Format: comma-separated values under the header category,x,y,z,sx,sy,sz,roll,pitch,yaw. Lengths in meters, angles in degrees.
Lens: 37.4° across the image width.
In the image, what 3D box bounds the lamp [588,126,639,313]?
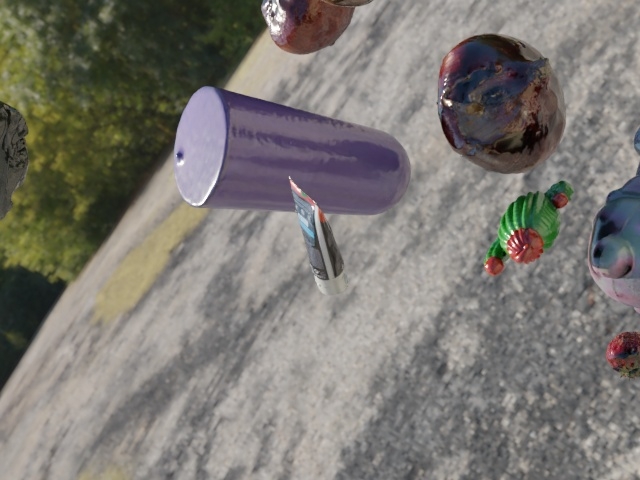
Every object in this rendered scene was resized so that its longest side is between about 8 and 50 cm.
category,x,y,z,sx,sy,sz,roll,pitch,yaw
lamp,0.575,-0.024,1.529,0.247,0.247,0.301,24,82,42

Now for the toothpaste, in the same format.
category,x,y,z,sx,sy,sz,roll,pitch,yaw
toothpaste,0.000,0.000,1.252,0.045,0.194,0.071,-33,48,-14

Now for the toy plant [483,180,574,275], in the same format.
category,x,y,z,sx,sy,sz,roll,pitch,yaw
toy plant,0.318,-0.009,1.484,0.240,0.088,0.154,-47,4,-42

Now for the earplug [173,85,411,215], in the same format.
category,x,y,z,sx,sy,sz,roll,pitch,yaw
earplug,-0.028,-0.144,1.759,0.215,0.455,0.215,-14,73,56

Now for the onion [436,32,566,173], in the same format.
category,x,y,z,sx,sy,sz,roll,pitch,yaw
onion,0.340,-0.262,1.711,0.272,0.272,0.195,-64,7,-27

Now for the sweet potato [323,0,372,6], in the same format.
category,x,y,z,sx,sy,sz,roll,pitch,yaw
sweet potato,0.032,-0.319,1.057,0.112,0.112,0.359,-52,6,22

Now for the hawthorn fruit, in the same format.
category,x,y,z,sx,sy,sz,roll,pitch,yaw
hawthorn fruit,-0.006,-0.548,2.130,0.266,0.210,0.230,-23,-48,-35

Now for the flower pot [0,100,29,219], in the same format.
category,x,y,z,sx,sy,sz,roll,pitch,yaw
flower pot,-0.348,-0.080,0.898,0.157,0.106,0.158,16,-90,-83

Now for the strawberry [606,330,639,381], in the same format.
category,x,y,z,sx,sy,sz,roll,pitch,yaw
strawberry,0.645,0.231,1.970,0.106,0.106,0.106,-53,14,19
